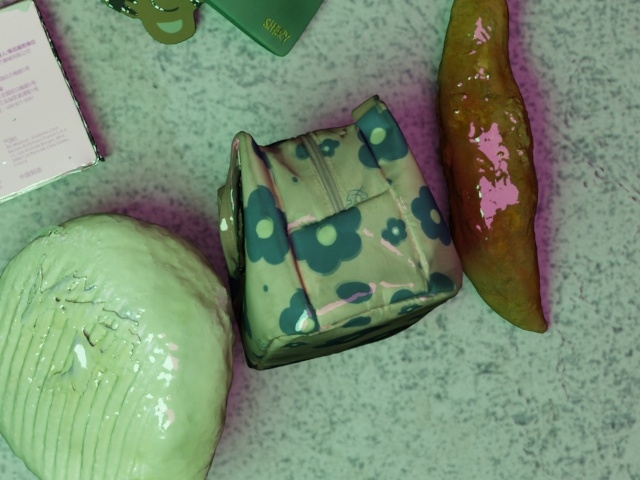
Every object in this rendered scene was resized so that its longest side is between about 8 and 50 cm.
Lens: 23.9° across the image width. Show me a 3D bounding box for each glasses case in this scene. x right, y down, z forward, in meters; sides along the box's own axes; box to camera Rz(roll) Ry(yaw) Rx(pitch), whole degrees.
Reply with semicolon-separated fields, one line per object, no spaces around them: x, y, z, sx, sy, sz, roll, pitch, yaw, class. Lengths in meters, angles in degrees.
-0.070;-0.238;1.359;0.039;0.184;0.077;34;90;36;glasses case

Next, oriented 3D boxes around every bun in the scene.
-0.174;0.107;1.331;0.168;0.273;0.272;-6;94;-52;bun

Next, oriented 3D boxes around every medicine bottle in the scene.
-0.321;-0.112;1.382;0.201;0.052;0.171;-24;96;-6;medicine bottle

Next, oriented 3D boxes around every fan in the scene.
-0.147;-0.283;1.350;0.153;0.008;0.226;29;130;-6;fan

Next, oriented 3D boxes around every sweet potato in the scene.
0.159;-0.071;1.429;0.106;0.095;0.354;-18;101;-48;sweet potato

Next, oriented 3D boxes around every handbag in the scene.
0.000;0.000;1.339;0.190;0.251;0.193;-14;81;-12;handbag
